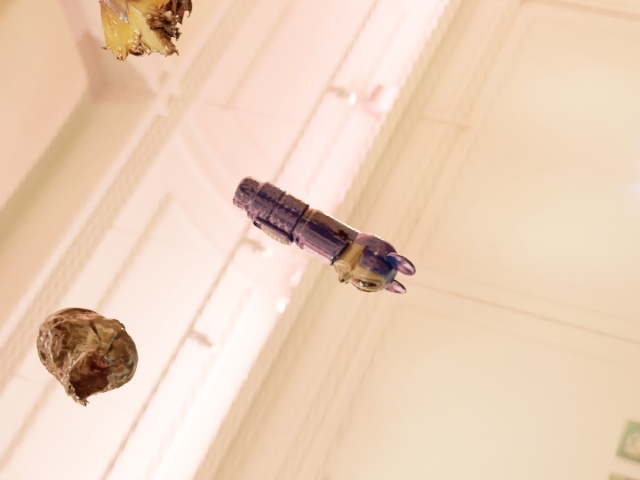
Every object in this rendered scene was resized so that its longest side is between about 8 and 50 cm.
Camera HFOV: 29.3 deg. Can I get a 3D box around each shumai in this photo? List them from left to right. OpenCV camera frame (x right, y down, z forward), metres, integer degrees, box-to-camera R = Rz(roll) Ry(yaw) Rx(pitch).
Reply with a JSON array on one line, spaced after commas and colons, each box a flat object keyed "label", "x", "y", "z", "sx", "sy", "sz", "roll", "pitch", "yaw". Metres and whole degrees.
[{"label": "shumai", "x": -0.276, "y": 0.141, "z": 1.416, "sx": 0.087, "sy": 0.124, "sz": 0.099, "roll": -87, "pitch": 18, "yaw": -73}]

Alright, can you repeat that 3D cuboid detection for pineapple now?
[{"label": "pineapple", "x": -0.144, "y": -0.192, "z": 1.028, "sx": 0.114, "sy": 0.114, "sz": 0.077, "roll": -44, "pitch": -49, "yaw": 7}]

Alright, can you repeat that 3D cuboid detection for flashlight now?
[{"label": "flashlight", "x": 0.000, "y": 0.000, "z": 0.746, "sx": 0.035, "sy": 0.121, "sz": 0.057, "roll": -59, "pitch": -6, "yaw": -21}]
